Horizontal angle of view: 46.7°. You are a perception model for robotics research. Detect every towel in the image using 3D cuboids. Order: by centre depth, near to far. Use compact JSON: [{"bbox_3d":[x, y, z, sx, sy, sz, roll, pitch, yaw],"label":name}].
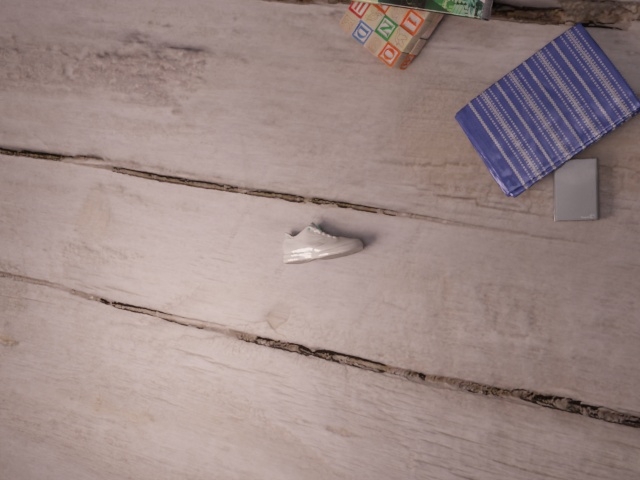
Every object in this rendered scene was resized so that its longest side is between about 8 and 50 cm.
[{"bbox_3d":[0.488,-0.278,1.615,0.336,0.040,0.243,-36,73,18],"label":"towel"}]

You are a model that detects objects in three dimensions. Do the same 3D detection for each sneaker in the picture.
[{"bbox_3d":[0.000,0.000,1.806,0.212,0.080,0.094,-8,80,22],"label":"sneaker"}]

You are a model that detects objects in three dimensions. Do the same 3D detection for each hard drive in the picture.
[{"bbox_3d":[0.557,-0.110,1.616,0.094,0.022,0.135,-1,94,20],"label":"hard drive"}]

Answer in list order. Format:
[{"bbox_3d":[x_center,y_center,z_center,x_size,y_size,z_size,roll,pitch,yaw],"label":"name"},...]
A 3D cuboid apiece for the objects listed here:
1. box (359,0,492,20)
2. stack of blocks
[{"bbox_3d":[0.220,-0.600,1.545,0.321,0.058,0.233,17,106,28],"label":"box"},{"bbox_3d":[0.197,-0.553,1.650,0.171,0.087,0.297,43,116,17],"label":"stack of blocks"}]
